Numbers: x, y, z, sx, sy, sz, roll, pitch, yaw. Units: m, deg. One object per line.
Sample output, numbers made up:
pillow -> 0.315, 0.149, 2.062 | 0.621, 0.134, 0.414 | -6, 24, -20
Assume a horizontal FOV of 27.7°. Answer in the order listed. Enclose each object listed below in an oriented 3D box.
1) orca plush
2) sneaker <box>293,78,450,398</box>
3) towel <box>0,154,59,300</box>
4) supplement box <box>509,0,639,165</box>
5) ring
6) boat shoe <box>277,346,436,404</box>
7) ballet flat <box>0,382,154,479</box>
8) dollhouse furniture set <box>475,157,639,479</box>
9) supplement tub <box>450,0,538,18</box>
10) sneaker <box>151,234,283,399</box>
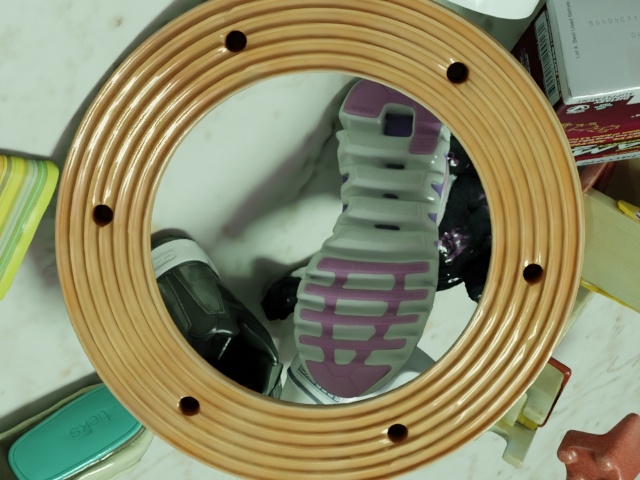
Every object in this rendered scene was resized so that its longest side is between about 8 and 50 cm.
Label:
orca plush -> 0.097, 0.006, 1.040 | 0.287, 0.102, 0.151 | -20, 139, -27
sneaker -> 0.048, 0.003, 0.942 | 0.104, 0.095, 0.236 | 59, 42, -70
towel -> -0.268, -0.019, 0.749 | 0.237, 0.021, 0.102 | 9, 116, -46
supplement box -> 0.199, -0.109, 0.912 | 0.130, 0.073, 0.239 | -8, 172, -4
ring -> 0.000, 0.000, 0.836 | 0.337, 0.032, 0.336 | 0, 103, 0
boat shoe -> 0.029, 0.125, 1.057 | 0.088, 0.096, 0.267 | -55, 169, 12
ballet flat -> -0.234, 0.182, 0.946 | 0.248, 0.086, 0.086 | -21, 140, -27
dollhouse furniture set -> 0.289, 0.085, 1.207 | 0.152, 0.201, 0.374 | -44, 159, -37
supplement tub -> 0.116, -0.246, 0.756 | 0.144, 0.144, 0.199 | -1, 128, -42
sneaker -> -0.069, 0.097, 0.978 | 0.078, 0.106, 0.234 | -35, 144, -8
